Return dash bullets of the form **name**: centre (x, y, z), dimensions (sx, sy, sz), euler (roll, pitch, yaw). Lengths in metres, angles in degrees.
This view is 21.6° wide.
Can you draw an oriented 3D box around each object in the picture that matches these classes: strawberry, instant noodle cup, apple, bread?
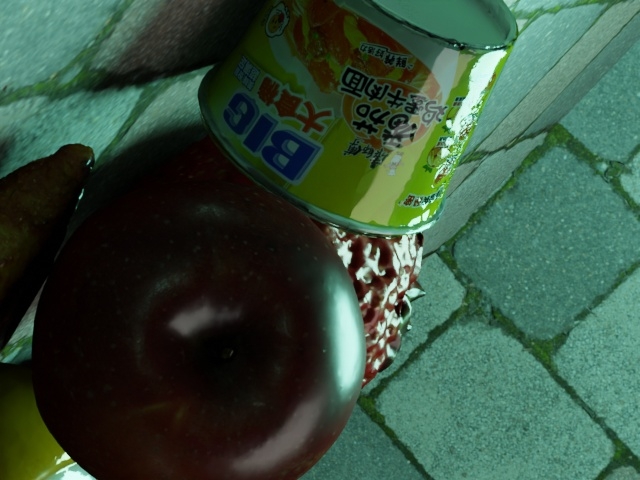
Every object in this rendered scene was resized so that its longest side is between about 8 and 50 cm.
- **strawberry**: centre (-0.058, 0.025, 1.307), dimensions (0.288, 0.250, 0.238), euler (8, 139, -46)
- **instant noodle cup**: centre (0.031, -0.124, 1.169), dimensions (0.205, 0.205, 0.153), euler (-29, 152, -57)
- **apple**: centre (-0.080, 0.069, 1.092), dimensions (0.218, 0.218, 0.201), euler (-41, -164, -13)
- **bread**: centre (-0.240, 0.043, 1.051), dimensions (0.269, 0.095, 0.139), euler (-57, -173, -21)

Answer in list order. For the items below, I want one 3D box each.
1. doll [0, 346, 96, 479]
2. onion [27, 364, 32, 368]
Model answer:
- **doll**: centre (-0.260, 0.162, 1.247), dimensions (0.213, 0.213, 0.236), euler (-35, 129, -41)
- **onion**: centre (-0.212, 0.200, 1.548), dimensions (0.272, 0.272, 0.195), euler (-46, -147, 13)
